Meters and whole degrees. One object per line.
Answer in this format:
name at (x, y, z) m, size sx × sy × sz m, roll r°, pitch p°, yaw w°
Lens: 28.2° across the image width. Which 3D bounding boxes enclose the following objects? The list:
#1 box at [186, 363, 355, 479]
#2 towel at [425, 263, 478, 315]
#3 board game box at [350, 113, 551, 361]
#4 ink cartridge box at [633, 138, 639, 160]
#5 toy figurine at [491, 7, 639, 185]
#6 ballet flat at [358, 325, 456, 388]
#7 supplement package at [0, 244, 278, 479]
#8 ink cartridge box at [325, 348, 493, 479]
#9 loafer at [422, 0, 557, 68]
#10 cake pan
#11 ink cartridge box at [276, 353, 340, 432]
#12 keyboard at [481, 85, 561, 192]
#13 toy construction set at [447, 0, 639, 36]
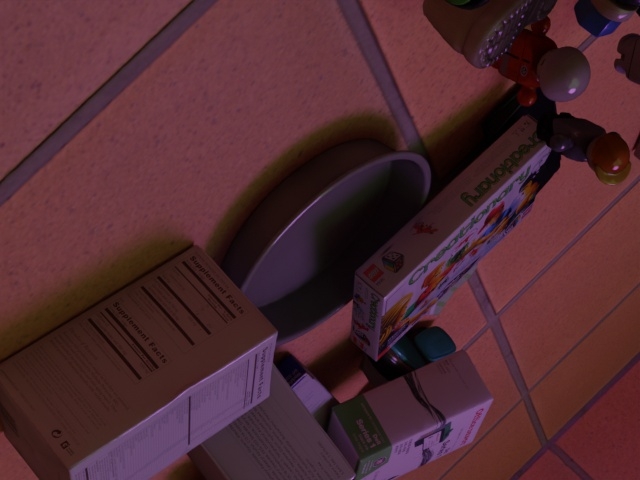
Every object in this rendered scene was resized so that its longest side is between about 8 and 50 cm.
box at (-0.078, 0.230, 1.448) m, size 0.119 × 0.182 × 0.181 m, roll -38°, pitch -177°, yaw -16°
towel at (0.175, 0.069, 1.877) m, size 0.113 × 0.023 × 0.152 m, roll -50°, pitch 157°, yaw 14°
board game box at (0.159, -0.001, 1.568) m, size 0.305 × 0.053 × 0.193 m, roll -42°, pitch 160°, yaw -19°
ink cartridge box at (0.621, -0.228, 2.041) m, size 0.193 × 0.088 × 0.234 m, roll -35°, pitch 155°, yaw -25°
toy figurine at (0.321, -0.195, 1.423) m, size 0.213 × 0.148 × 0.209 m, roll -41°, pitch 125°, yaw -6°
ballet flat at (0.121, 0.181, 1.893) m, size 0.096 × 0.095 × 0.280 m, roll -42°, pitch 159°, yaw 17°
supplement package at (-0.179, 0.141, 1.257) m, size 0.244 × 0.134 × 0.139 m, roll -32°, pitch 154°, yaw -27°
ink cartridge box at (0.121, 0.262, 1.807) m, size 0.219 × 0.092 × 0.160 m, roll -22°, pitch 153°, yaw -18°
loafer at (0.187, -0.263, 1.257) m, size 0.268 × 0.092 × 0.102 m, roll -44°, pitch 165°, yaw -48°
cake pan at (0.000, 0.000, 1.424) m, size 0.293 × 0.054 × 0.293 m, roll -37°, pitch 156°, yaw -19°
ink cartridge box at (-0.058, 0.251, 1.740) m, size 0.165 × 0.065 × 0.332 m, roll -42°, pitch 159°, yaw -5°
keyboard at (0.247, -0.097, 1.709) m, size 0.201 × 0.033 × 0.317 m, roll -48°, pitch 157°, yaw -6°
toy construction set at (0.216, -0.352, 1.045) m, size 0.237 × 0.257 × 0.309 m, roll -48°, pitch 153°, yaw -39°
